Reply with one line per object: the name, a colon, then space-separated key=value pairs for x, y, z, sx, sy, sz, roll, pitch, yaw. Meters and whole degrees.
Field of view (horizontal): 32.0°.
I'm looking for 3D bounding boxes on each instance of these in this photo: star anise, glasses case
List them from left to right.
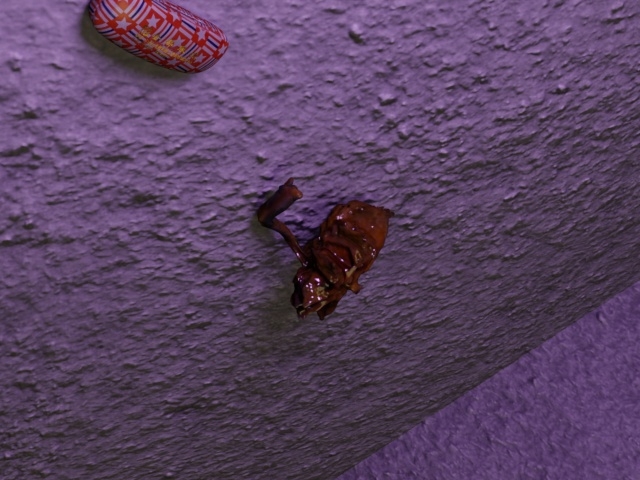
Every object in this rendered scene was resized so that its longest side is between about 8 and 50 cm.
glasses case: x=-0.184 y=-0.238 z=1.288 sx=0.073 sy=0.049 sz=0.194 roll=-42 pitch=149 yaw=21
star anise: x=0.007 y=0.004 z=1.770 sx=0.237 sy=0.148 sz=0.346 roll=-52 pitch=149 yaw=-7
